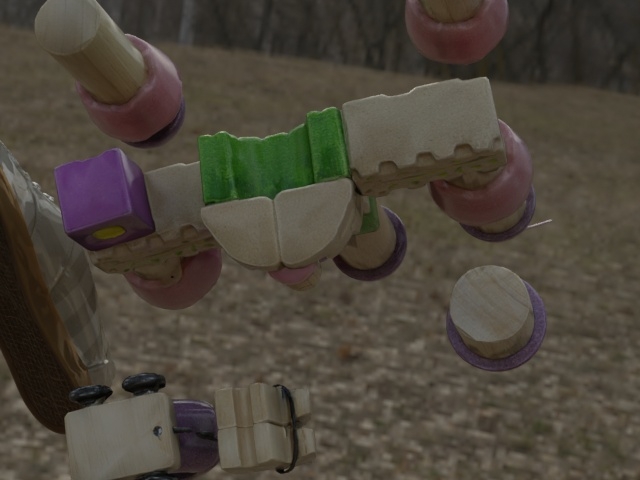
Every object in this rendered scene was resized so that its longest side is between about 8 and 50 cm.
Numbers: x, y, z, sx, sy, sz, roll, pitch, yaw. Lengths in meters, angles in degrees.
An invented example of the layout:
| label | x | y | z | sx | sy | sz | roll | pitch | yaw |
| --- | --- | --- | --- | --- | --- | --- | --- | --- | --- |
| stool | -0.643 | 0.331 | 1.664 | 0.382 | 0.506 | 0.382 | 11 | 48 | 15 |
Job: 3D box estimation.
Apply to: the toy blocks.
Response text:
| label | x | y | z | sx | sy | sz | roll | pitch | yaw |
| --- | --- | --- | --- | --- | --- | --- | --- | --- | --- |
| toy blocks | 0.000 | 0.000 | 0.875 | 0.289 | 0.309 | 0.260 | -12 | -18 | 9 |

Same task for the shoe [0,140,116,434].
| label | x | y | z | sx | sy | sz | roll | pitch | yaw |
| --- | --- | --- | --- | --- | --- | --- | --- | --- | --- |
| shoe | -0.186 | 0.017 | 0.885 | 0.077 | 0.219 | 0.058 | -2 | 26 | 36 |
